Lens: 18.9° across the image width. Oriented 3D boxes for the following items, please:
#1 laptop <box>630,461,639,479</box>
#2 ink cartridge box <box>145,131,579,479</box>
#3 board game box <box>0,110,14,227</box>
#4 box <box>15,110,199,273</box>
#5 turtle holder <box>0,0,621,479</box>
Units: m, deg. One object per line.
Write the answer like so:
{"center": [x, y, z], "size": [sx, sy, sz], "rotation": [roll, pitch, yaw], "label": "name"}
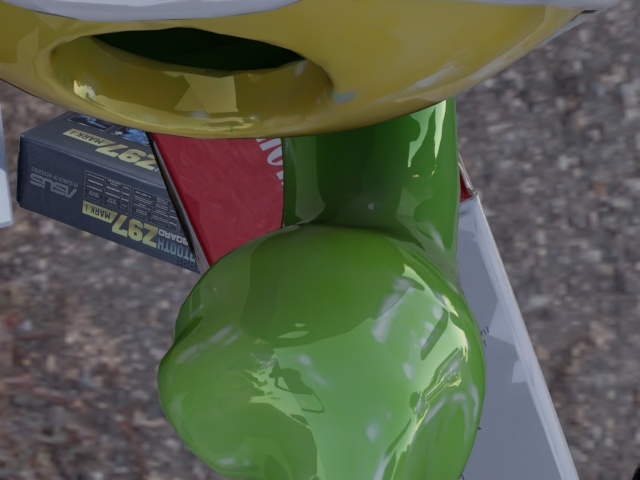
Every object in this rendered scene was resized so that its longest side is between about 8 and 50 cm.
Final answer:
{"center": [0.151, 0.254, 0.639], "size": [0.236, 0.408, 0.382], "rotation": [34, 61, 1], "label": "laptop"}
{"center": [0.000, 0.000, 1.001], "size": [0.130, 0.309, 0.271], "rotation": [-23, 115, -4], "label": "ink cartridge box"}
{"center": [-0.365, -0.109, 1.209], "size": [0.318, 0.066, 0.318], "rotation": [-17, 132, -19], "label": "board game box"}
{"center": [-0.062, -0.042, 1.312], "size": [0.183, 0.233, 0.059], "rotation": [-35, 138, -55], "label": "box"}
{"center": [-0.028, -0.115, 0.408], "size": [0.243, 0.227, 0.320], "rotation": [22, 117, -2], "label": "turtle holder"}
